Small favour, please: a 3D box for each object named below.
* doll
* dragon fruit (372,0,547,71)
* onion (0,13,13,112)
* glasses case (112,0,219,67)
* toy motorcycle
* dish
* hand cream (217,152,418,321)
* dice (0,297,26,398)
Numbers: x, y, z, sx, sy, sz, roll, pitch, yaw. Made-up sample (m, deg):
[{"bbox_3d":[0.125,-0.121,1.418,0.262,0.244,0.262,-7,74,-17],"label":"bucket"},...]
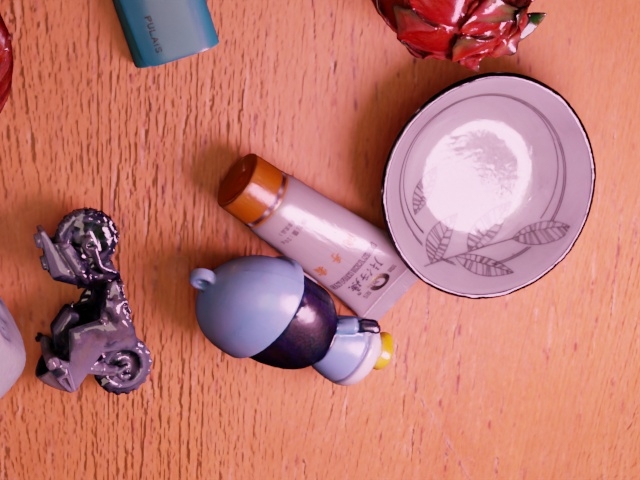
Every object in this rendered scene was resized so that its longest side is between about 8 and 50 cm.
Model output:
[{"bbox_3d":[-0.046,0.106,1.884,0.314,0.141,0.177,27,140,-31],"label":"doll"},{"bbox_3d":[0.162,-0.357,1.767,0.233,0.234,0.293,-36,118,-3],"label":"dragon fruit"},{"bbox_3d":[-0.498,-0.211,1.619,0.276,0.276,0.276,-4,106,-14],"label":"onion"},{"bbox_3d":[-0.225,-0.374,1.741,0.117,0.070,0.301,-20,111,-8],"label":"glasses case"},{"bbox_3d":[-0.319,0.094,1.831,0.159,0.106,0.270,-20,113,-15],"label":"toy motorcycle"},{"bbox_3d":[0.220,-0.082,1.921,0.316,0.106,0.317,-3,104,-14],"label":"dish"},{"bbox_3d":[0.000,0.000,1.903,0.314,0.089,0.140,30,111,-27],"label":"hand cream"},{"bbox_3d":[-0.533,0.105,1.688,0.262,0.268,0.265,-30,110,-5],"label":"dice"}]
